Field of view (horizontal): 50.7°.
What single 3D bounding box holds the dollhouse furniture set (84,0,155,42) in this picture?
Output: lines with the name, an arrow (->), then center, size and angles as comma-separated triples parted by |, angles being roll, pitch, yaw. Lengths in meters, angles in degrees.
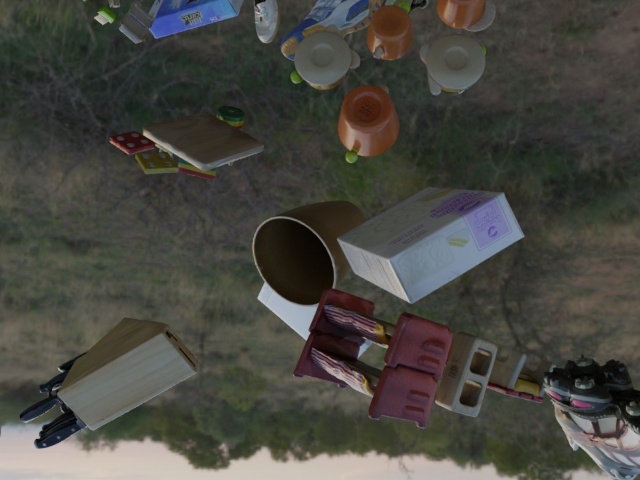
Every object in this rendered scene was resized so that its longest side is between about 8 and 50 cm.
dollhouse furniture set -> -0.452, -0.505, 1.500 | 0.058, 0.076, 0.151 | -5, 148, 45

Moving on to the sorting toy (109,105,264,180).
sorting toy -> -0.185, -0.138, 1.027 | 0.132, 0.046, 0.274 | 31, -145, 24

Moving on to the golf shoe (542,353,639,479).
golf shoe -> 0.373, 0.220, 0.768 | 0.105, 0.120, 0.273 | -17, -169, -16

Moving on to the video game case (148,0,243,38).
video game case -> -0.310, -0.663, 1.788 | 0.269, 0.244, 0.061 | -6, 143, 27

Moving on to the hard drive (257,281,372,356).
hard drive -> -0.022, 0.228, 1.997 | 0.353, 0.047, 0.233 | 39, 147, 6

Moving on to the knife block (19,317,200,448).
knife block -> -0.347, 0.236, 1.064 | 0.275, 0.242, 0.088 | -4, 128, 54

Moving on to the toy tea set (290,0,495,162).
toy tea set -> 0.132, -0.268, 1.044 | 0.336, 0.200, 0.124 | -27, 168, 0

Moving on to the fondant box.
fondant box -> 0.193, -0.005, 1.290 | 0.238, 0.096, 0.330 | -29, -167, -9

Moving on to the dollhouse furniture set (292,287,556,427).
dollhouse furniture set -> 0.175, 0.210, 1.095 | 0.374, 0.152, 0.201 | 21, 175, -35

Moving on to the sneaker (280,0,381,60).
sneaker -> 0.016, -0.601, 1.839 | 0.296, 0.131, 0.112 | -28, 152, 5

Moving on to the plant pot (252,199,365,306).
plant pot -> 0.000, 0.000, 1.674 | 0.237, 0.237, 0.254 | -11, -162, 38

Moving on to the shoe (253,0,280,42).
shoe -> -0.143, -0.601, 1.676 | 0.076, 0.219, 0.058 | -2, 176, 42

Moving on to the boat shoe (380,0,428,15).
boat shoe -> 0.195, -0.512, 1.416 | 0.072, 0.190, 0.068 | 28, 159, 14
